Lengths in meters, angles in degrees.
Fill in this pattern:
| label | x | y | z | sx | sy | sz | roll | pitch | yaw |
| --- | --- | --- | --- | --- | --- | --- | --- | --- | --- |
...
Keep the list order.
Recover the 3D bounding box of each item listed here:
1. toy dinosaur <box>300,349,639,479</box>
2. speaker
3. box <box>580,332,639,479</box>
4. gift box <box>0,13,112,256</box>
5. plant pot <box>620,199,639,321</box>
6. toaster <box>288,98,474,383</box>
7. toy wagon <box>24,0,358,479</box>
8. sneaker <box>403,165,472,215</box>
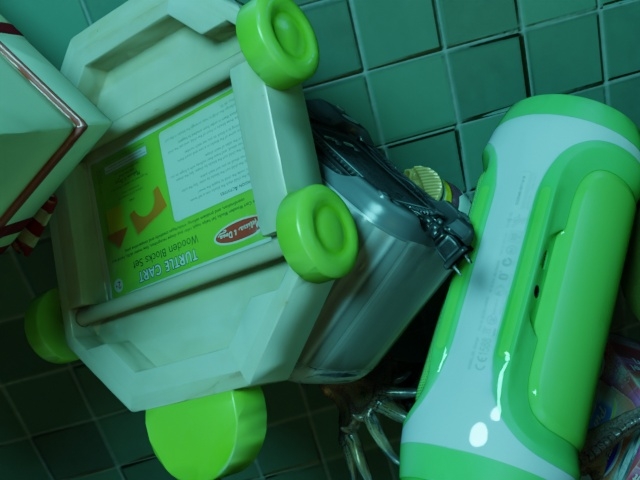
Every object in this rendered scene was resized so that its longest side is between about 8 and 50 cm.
| label | x | y | z | sx | sy | sz | roll | pitch | yaw |
| --- | --- | --- | --- | --- | --- | --- | --- | --- | --- |
| toy dinosaur | 0.124 | 0.150 | 0.736 | 0.200 | 0.295 | 0.127 | 0 | 96 | -52 |
| speaker | 0.149 | 0.047 | 0.646 | 0.131 | 0.131 | 0.296 | 27 | 69 | -21 |
| box | 0.375 | 0.220 | 0.851 | 0.300 | 0.142 | 0.154 | 18 | 115 | -17 |
| gift box | -0.319 | -0.053 | 0.510 | 0.276 | 0.258 | 0.255 | -41 | 91 | 15 |
| plant pot | 0.358 | -0.044 | 0.661 | 0.275 | 0.275 | 0.293 | 9 | 133 | -13 |
| toaster | 0.000 | 0.000 | 0.633 | 0.129 | 0.227 | 0.146 | 8 | 120 | -51 |
| toy wagon | -0.094 | 0.010 | 0.584 | 0.267 | 0.344 | 0.068 | -19 | 168 | 36 |
| sneaker | 0.046 | 0.020 | 0.738 | 0.185 | 0.069 | 0.084 | -36 | 135 | 23 |
